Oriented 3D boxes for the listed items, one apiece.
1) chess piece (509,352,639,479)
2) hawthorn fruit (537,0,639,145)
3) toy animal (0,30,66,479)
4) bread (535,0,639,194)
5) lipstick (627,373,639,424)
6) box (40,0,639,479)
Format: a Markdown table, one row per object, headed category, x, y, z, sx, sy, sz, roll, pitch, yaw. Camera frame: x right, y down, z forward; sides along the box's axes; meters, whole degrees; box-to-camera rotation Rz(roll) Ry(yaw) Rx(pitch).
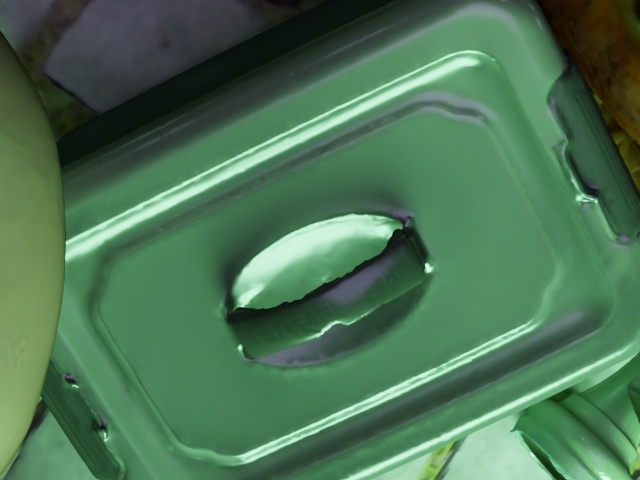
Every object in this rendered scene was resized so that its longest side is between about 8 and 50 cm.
| category | x | y | z | sx | sy | sz | roll | pitch | yaw |
| --- | --- | --- | --- | --- | --- | --- | --- | --- | --- |
| chess piece | 0.153 | 0.050 | 0.831 | 0.149 | 0.059 | 0.059 | -46 | 113 | -7 |
| hawthorn fruit | 0.110 | -0.147 | 0.690 | 0.285 | 0.165 | 0.165 | 40 | 92 | -21 |
| toy animal | -0.200 | -0.013 | 0.573 | 0.213 | 0.195 | 0.256 | -57 | 150 | 0 |
| bread | 0.086 | -0.071 | 0.775 | 0.052 | 0.044 | 0.157 | -44 | 113 | -14 |
| lipstick | 0.306 | 0.002 | 0.814 | 0.371 | 0.080 | 0.076 | -31 | 114 | -14 |
| box | 0.000 | 0.000 | 0.708 | 0.227 | 0.130 | 0.162 | -26 | 113 | 8 |
